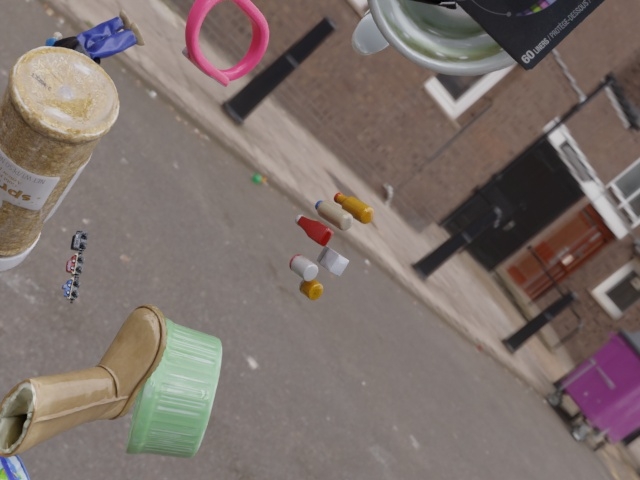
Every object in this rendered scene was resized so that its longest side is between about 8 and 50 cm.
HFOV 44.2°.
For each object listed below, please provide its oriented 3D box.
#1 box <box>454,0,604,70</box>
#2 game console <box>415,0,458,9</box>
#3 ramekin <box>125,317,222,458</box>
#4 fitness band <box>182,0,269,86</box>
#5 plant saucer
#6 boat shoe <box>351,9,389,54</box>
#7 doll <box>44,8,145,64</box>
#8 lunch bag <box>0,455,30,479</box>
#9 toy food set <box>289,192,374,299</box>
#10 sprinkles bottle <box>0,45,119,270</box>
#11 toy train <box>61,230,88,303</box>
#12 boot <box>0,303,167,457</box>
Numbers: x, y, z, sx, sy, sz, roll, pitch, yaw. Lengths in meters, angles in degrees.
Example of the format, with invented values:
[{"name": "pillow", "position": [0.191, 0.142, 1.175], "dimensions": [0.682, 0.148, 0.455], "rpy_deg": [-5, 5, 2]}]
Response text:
[{"name": "box", "position": [0.188, -0.346, 0.861], "dimensions": [0.270, 0.165, 0.143], "rpy_deg": [40, 24, -11]}, {"name": "game console", "position": [0.117, -0.335, 0.988], "dimensions": [0.122, 0.107, 0.071], "rpy_deg": [20, -9, 23]}, {"name": "ramekin", "position": [-0.320, 0.332, 1.741], "dimensions": [0.148, 0.304, 0.303], "rpy_deg": [15, 20, -12]}, {"name": "fitness band", "position": [-0.234, -0.505, 1.955], "dimensions": [0.054, 0.209, 0.291], "rpy_deg": [33, 0, 27]}, {"name": "plant saucer", "position": [0.288, -0.518, 1.524], "dimensions": [0.400, 0.400, 0.101], "rpy_deg": [44, 33, -25]}, {"name": "boat shoe", "position": [0.129, -0.466, 1.696], "dimensions": [0.078, 0.219, 0.070], "rpy_deg": [48, -29, -15]}, {"name": "doll", "position": [-0.366, -0.282, 1.206], "dimensions": [0.129, 0.189, 0.046], "rpy_deg": [49, -17, 27]}, {"name": "lunch bag", "position": [-0.501, 0.431, 1.183], "dimensions": [0.176, 0.090, 0.219], "rpy_deg": [-2, 52, -53]}, {"name": "toy food set", "position": [0.000, 0.000, 1.666], "dimensions": [0.104, 0.232, 0.111], "rpy_deg": [35, 4, 42]}, {"name": "sprinkles bottle", "position": [-0.364, -0.085, 0.964], "dimensions": [0.121, 0.355, 0.121], "rpy_deg": [19, 53, -28]}, {"name": "toy train", "position": [-0.521, 0.054, 1.668], "dimensions": [0.036, 0.158, 0.027], "rpy_deg": [10, -18, -19]}, {"name": "boot", "position": [-0.379, 0.222, 1.281], "dimensions": [0.089, 0.236, 0.269], "rpy_deg": [25, 9, 21]}]
